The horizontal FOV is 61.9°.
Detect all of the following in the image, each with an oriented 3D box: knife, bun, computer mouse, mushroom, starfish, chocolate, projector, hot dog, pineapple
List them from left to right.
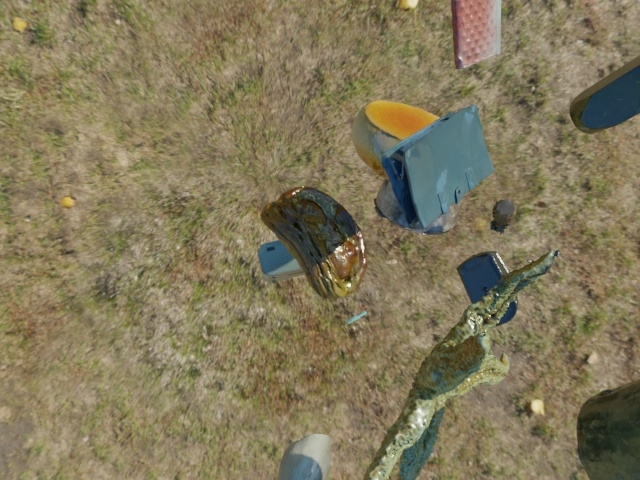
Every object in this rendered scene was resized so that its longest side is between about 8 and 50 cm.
[{"bbox_3d":[-0.037,0.457,0.962,0.093,0.225,0.116,8,130,7],"label":"mushroom"},{"bbox_3d":[-0.061,0.052,1.626,0.250,0.198,0.108,-14,82,-8],"label":"projector"},{"bbox_3d":[0.000,-0.003,1.116,0.259,0.175,0.114,51,133,9],"label":"hot dog"},{"bbox_3d":[0.117,0.252,1.751,0.091,0.005,0.014,-25,55,-35],"label":"knife"},{"bbox_3d":[0.218,-0.249,1.436,0.298,0.299,0.165,15,125,-7],"label":"bun"},{"bbox_3d":[0.341,-0.183,1.787,0.303,0.303,0.213,8,123,-6],"label":"chocolate"},{"bbox_3d":[0.140,0.177,0.615,0.078,0.347,0.357,37,57,25],"label":"starfish"},{"bbox_3d":[0.624,0.173,1.954,0.170,0.100,0.270,-30,76,36],"label":"computer mouse"},{"bbox_3d":[0.562,-0.067,1.650,0.074,0.159,0.074,-4,68,10],"label":"pineapple"}]

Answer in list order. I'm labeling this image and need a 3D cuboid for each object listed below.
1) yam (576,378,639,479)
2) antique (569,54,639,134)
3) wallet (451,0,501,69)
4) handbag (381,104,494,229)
[{"bbox_3d":[0.400,0.203,0.540,0.161,0.268,0.161,13,56,-20],"label":"yam"},{"bbox_3d":[0.582,-0.282,1.006,0.081,0.221,0.080,49,46,-6],"label":"antique"},{"bbox_3d":[0.204,-0.334,0.699,0.103,0.020,0.197,-31,125,-32],"label":"wallet"},{"bbox_3d":[0.208,-0.127,0.913,0.221,0.057,0.144,-37,112,-33],"label":"handbag"}]
